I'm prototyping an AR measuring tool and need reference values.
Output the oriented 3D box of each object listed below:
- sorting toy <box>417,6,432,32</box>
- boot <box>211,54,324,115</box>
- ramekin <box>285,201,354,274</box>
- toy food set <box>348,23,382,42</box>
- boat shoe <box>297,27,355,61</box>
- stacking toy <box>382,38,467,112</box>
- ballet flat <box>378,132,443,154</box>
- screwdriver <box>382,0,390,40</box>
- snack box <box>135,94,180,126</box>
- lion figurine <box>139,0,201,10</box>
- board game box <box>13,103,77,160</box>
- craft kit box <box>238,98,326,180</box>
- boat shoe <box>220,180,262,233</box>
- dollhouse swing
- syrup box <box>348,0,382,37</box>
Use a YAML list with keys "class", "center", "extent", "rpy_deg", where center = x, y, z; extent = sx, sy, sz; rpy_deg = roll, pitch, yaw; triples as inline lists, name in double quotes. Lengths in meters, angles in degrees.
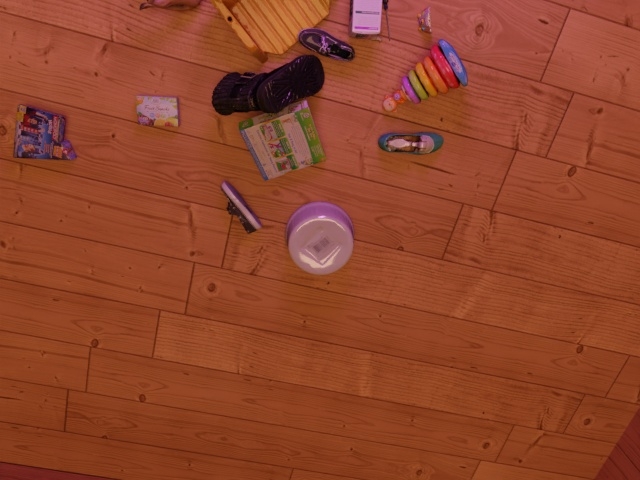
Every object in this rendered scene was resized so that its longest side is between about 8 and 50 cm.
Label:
- class: "sorting toy"
  center: [0.356, -0.736, 1.579]
  extent: [0.045, 0.075, 0.083]
  rpy_deg: [-10, 111, 1]
- class: "boot"
  center: [-0.176, -0.529, 1.599]
  extent: [0.260, 0.348, 0.131]
  rpy_deg: [10, 127, 39]
- class: "ramekin"
  center: [0.000, 0.000, 1.825]
  extent: [0.278, 0.135, 0.276]
  rpy_deg: [-1, 112, -2]
- class: "toy food set"
  center: [0.160, -0.729, 1.603]
  extent: [0.122, 0.019, 0.077]
  rpy_deg: [14, 110, -8]
- class: "boat shoe"
  center: [0.024, -0.654, 1.582]
  extent: [0.206, 0.065, 0.075]
  rpy_deg: [13, 120, -21]
- class: "stacking toy"
  center: [0.344, -0.542, 1.635]
  extent: [0.302, 0.165, 0.175]
  rpy_deg: [-28, 102, 24]
- class: "ballet flat"
  center: [0.337, -0.350, 1.726]
  extent: [0.248, 0.087, 0.083]
  rpy_deg: [0, 111, -3]
- class: "screwdriver"
  center: [0.224, -0.767, 1.596]
  extent: [0.024, 0.025, 0.169]
  rpy_deg: [-11, 121, 1]
- class: "snack box"
  center: [-0.573, -0.458, 1.668]
  extent: [0.141, 0.037, 0.100]
  rpy_deg: [2, 110, -3]
- class: "lion figurine"
  center: [-0.394, -0.860, 1.466]
  extent: [0.240, 0.142, 0.392]
  rpy_deg: [1, 138, -47]
- class: "board game box"
  center: [-0.969, -0.364, 1.676]
  extent: [0.194, 0.060, 0.194]
  rpy_deg: [15, 110, -10]
- class: "craft kit box"
  center: [-0.128, -0.348, 1.666]
  extent: [0.247, 0.060, 0.249]
  rpy_deg: [-15, 141, 6]
- class: "boat shoe"
  center: [-0.317, -0.119, 1.799]
  extent: [0.076, 0.080, 0.228]
  rpy_deg: [-33, 117, 8]
- class: "dollhouse swing"
  center: [-0.144, -0.761, 1.425]
  extent: [0.347, 0.305, 0.315]
  rpy_deg: [-37, 109, 10]
- class: "syrup box"
  center: [0.147, -0.786, 1.524]
  extent: [0.097, 0.093, 0.236]
  rpy_deg: [3, 104, -4]
